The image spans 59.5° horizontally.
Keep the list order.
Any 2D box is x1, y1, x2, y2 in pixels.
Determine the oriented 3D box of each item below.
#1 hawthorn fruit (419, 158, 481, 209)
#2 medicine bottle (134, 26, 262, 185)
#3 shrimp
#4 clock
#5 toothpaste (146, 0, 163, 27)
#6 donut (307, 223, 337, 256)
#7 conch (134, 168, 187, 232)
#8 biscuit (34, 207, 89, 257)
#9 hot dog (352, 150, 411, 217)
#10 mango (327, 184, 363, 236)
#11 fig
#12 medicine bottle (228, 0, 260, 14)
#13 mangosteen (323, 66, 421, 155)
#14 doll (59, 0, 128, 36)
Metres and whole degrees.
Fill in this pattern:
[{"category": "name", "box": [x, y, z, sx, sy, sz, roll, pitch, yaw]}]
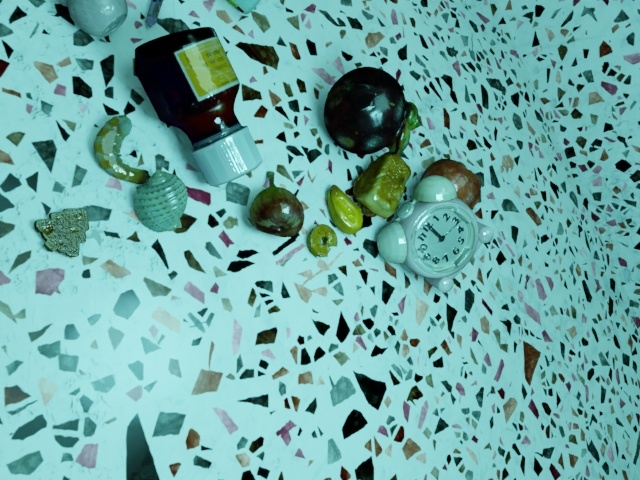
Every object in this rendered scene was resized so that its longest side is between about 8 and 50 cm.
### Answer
[{"category": "hawthorn fruit", "box": [0.465, -0.166, 2.102, 0.242, 0.242, 0.271, 41, 85, -23]}, {"category": "medicine bottle", "box": [-0.316, -0.346, 1.494, 0.242, 0.242, 0.395, -36, 114, -40]}, {"category": "shrimp", "box": [-0.488, -0.229, 1.426, 0.166, 0.049, 0.161, 37, 59, -27]}, {"category": "clock", "box": [0.390, -0.024, 1.938, 0.326, 0.184, 0.342, 36, 88, -28]}, {"category": "toothpaste", "box": [-0.467, -0.672, 1.592, 0.045, 0.028, 0.170, 31, 55, -42]}, {"category": "donut", "box": [0.000, 0.000, 1.758, 0.097, 0.043, 0.108, 53, 52, -15]}, {"category": "conch", "box": [-0.402, -0.101, 1.425, 0.135, 0.102, 0.153, -18, 89, -27]}, {"category": "biscuit", "box": [-0.587, -0.026, 1.297, 0.119, 0.019, 0.130, 47, 53, -18]}, {"category": "hot dog", "box": [0.199, -0.177, 1.905, 0.150, 0.153, 0.256, 40, 52, -18]}, {"category": "mango", "box": [0.076, -0.096, 1.838, 0.101, 0.066, 0.187, -32, 93, -33]}, {"category": "fig", "box": [-0.143, -0.101, 1.638, 0.160, 0.231, 0.143, 11, 113, -36]}, {"category": "medicine bottle", "box": [-0.276, -0.822, 1.722, 0.225, 0.139, 0.139, 34, 57, -27]}, {"category": "mangosteen", "box": [0.162, -0.424, 1.856, 0.311, 0.311, 0.311, 13, 68, -36]}, {"category": "doll", "box": [-0.615, -0.651, 1.392, 0.287, 0.151, 0.151, 49, 52, -13]}]
